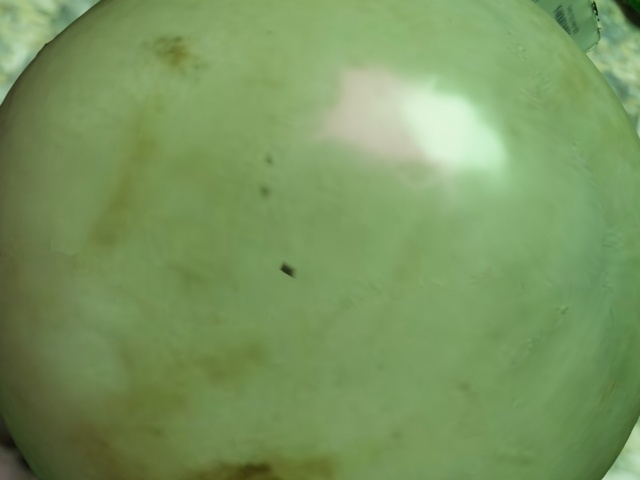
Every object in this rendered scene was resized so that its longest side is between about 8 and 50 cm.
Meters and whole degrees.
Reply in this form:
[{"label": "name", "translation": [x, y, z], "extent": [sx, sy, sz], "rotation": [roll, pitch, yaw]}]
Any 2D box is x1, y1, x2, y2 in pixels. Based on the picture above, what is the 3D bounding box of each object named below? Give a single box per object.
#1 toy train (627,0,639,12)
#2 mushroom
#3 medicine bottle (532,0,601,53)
[{"label": "toy train", "translation": [0.230, -0.139, 0.746], "extent": [0.251, 0.085, 0.119], "rotation": [10, 54, -17]}, {"label": "mushroom", "translation": [0.000, 0.000, 0.541], "extent": [0.207, 0.207, 0.215], "rotation": [24, 22, -6]}, {"label": "medicine bottle", "translation": [0.023, -0.156, 0.629], "extent": [0.052, 0.171, 0.201], "rotation": [-36, 77, 6]}]
